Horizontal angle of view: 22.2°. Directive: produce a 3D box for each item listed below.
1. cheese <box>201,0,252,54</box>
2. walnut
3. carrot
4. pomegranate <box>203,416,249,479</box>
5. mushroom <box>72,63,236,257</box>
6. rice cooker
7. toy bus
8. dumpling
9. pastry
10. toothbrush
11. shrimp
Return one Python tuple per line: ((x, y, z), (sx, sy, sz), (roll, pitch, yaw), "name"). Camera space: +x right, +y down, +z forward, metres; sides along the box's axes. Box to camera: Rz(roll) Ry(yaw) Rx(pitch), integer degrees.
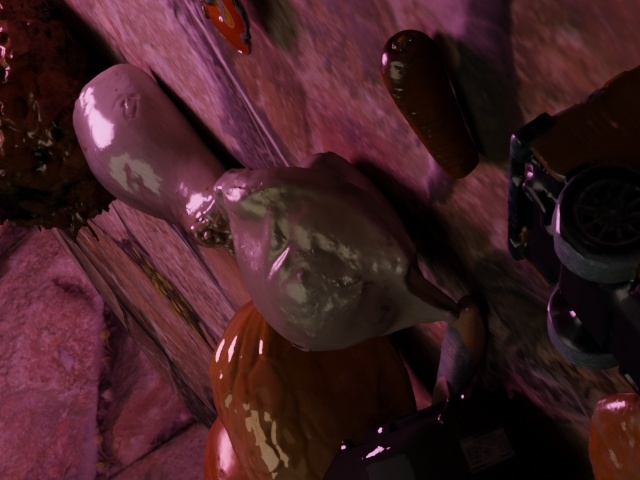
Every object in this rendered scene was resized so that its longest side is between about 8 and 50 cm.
((-0.123, -0.215, 1.044), (0.256, 0.037, 0.106), (50, 169, 16), "cheese")
((0.000, 0.128, 1.262), (0.159, 0.159, 0.206), (-172, 62, -73), "walnut")
((0.055, -0.069, 0.825), (0.032, 0.032, 0.093), (40, 167, 45), "carrot")
((-0.008, 0.225, 1.436), (0.215, 0.215, 0.215), (49, 167, 15), "pomegranate")
((-0.130, -0.056, 1.392), (0.225, 0.093, 0.116), (50, 147, 35), "mushroom")
((0.083, 0.172, 1.113), (0.203, 0.142, 0.118), (-32, 79, 57), "rice cooker")
((0.158, 0.033, 0.538), (0.201, 0.114, 0.098), (53, 168, 25), "toy bus")
((0.000, 0.000, 1.040), (0.199, 0.118, 0.136), (19, 148, 35), "dumpling")
((-0.302, -0.120, 1.599), (0.275, 0.193, 0.275), (49, 169, 13), "pastry")
((0.094, 0.110, 1.184), (0.028, 0.037, 0.375), (46, 164, 17), "toothbrush")
((0.211, 0.169, 0.885), (0.217, 0.051, 0.115), (61, 163, -24), "shrimp")
